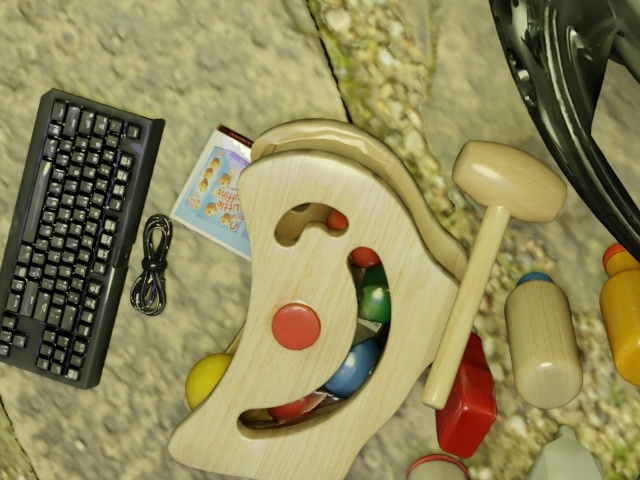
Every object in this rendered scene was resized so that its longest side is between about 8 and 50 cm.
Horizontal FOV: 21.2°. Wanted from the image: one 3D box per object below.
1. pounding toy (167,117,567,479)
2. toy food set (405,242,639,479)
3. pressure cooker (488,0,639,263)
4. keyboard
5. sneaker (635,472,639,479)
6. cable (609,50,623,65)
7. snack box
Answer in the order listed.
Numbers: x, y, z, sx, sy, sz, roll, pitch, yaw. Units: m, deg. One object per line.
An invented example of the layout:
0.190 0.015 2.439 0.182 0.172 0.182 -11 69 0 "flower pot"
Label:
0.000 0.032 0.960 0.154 0.155 0.269 34 109 -7 "pounding toy"
0.120 0.105 1.036 0.111 0.104 0.232 17 123 -11 "toy food set"
0.285 -0.146 0.761 0.370 0.375 0.420 43 94 18 "pressure cooker"
-0.143 0.004 1.065 0.108 0.023 0.180 16 105 3 "keyboard"
0.210 0.135 1.004 0.166 0.065 0.076 -45 130 -10 "sneaker"
0.212 -0.185 0.966 0.184 0.047 0.150 -43 95 13 "cable"
0.000 0.000 1.046 0.178 0.022 0.064 29 106 -1 "snack box"
